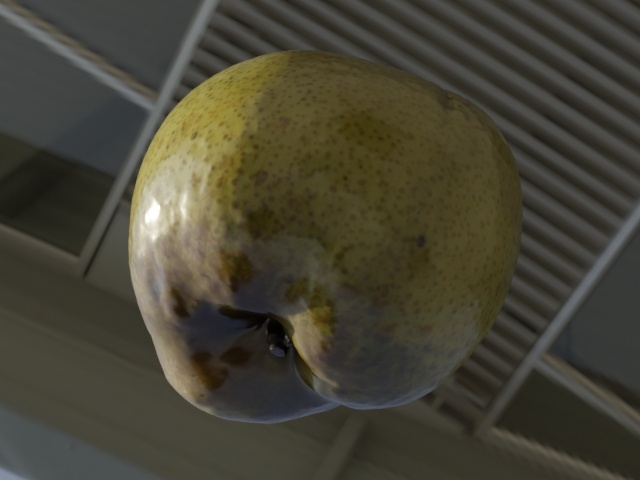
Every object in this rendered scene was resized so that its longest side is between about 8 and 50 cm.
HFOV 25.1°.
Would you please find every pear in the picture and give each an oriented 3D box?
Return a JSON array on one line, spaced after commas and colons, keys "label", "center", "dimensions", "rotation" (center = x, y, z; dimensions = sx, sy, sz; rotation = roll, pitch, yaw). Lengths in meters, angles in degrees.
[{"label": "pear", "center": [0.000, 0.000, 0.604], "dimensions": [0.167, 0.167, 0.136], "rotation": [30, -134, -1]}]
